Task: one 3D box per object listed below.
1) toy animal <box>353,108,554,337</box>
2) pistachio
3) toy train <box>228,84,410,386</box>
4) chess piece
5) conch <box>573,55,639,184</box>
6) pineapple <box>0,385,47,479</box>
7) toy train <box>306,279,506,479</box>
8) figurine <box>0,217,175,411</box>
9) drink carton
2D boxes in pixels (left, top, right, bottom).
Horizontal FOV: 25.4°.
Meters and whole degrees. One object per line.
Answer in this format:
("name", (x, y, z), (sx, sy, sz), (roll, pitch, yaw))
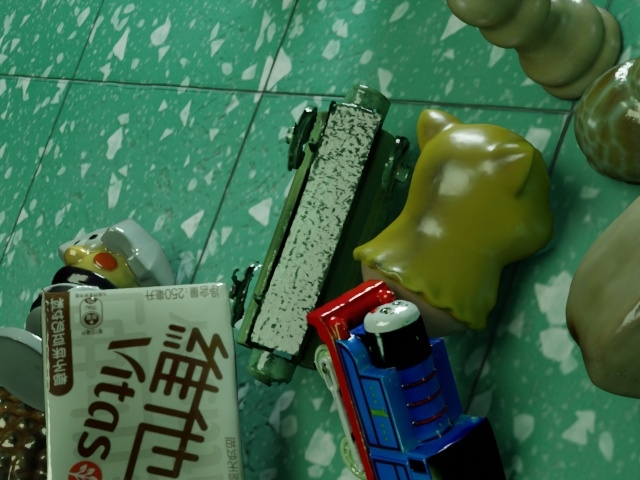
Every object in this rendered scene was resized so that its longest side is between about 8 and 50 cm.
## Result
("toy animal", (0.109, 0.002, 1.260), (0.156, 0.156, 0.229), (31, 98, 53))
("pistachio", (0.269, 0.025, 1.060), (0.129, 0.131, 0.206), (39, 104, 9))
("toy train", (0.008, 0.003, 1.402), (0.126, 0.189, 0.307), (17, 82, 14))
("chess piece", (0.182, -0.200, 1.258), (0.094, 0.170, 0.094), (-27, 50, 37))
("conch", (0.266, -0.102, 1.162), (0.116, 0.106, 0.173), (-46, 22, -5))
("pineapple", (-0.304, 0.282, 1.580), (0.361, 0.175, 0.175), (28, 92, 55))
("toy train", (0.071, 0.141, 1.187), (0.131, 0.083, 0.204), (1, 113, 50))
("figurine", (-0.276, 0.081, 1.646), (0.176, 0.133, 0.236), (-13, 30, 45))
("drink carton", (-0.174, 0.205, 1.404), (0.132, 0.194, 0.324), (96, 168, -59))
